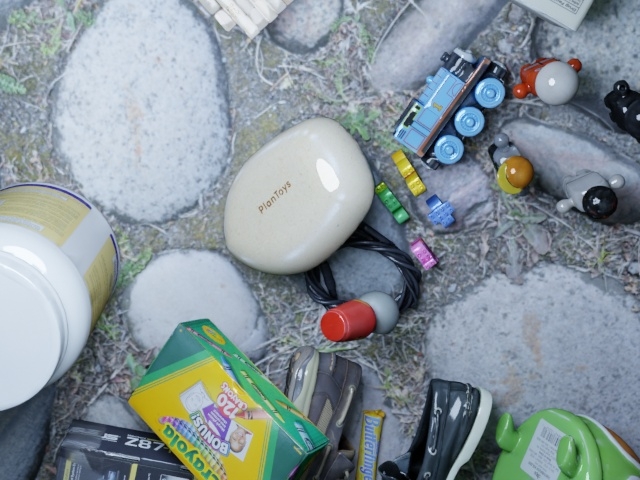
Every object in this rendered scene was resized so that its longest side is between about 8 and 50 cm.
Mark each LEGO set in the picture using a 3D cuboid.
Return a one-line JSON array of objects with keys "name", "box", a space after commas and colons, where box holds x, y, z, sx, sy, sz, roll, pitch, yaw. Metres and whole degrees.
[{"name": "LEGO set", "box": [0.132, -0.058, 1.393, 0.087, 0.093, 0.227, -37, 104, 9]}]

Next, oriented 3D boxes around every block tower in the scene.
[{"name": "block tower", "box": [-0.010, -0.411, 1.284, 0.335, 0.097, 0.091, -40, 104, 12]}]

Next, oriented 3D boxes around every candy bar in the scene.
[{"name": "candy bar", "box": [0.079, 0.347, 1.556, 0.040, 0.018, 0.162, 5, 108, -3]}]

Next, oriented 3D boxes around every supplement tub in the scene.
[{"name": "supplement tub", "box": [-0.418, 0.068, 1.294, 0.240, 0.331, 0.241, 0, 107, -1]}]

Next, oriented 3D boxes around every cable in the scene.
[{"name": "cable", "box": [0.066, 0.060, 1.453, 0.184, 0.047, 0.151, 36, 103, -12]}]

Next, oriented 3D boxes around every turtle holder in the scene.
[{"name": "turtle holder", "box": [0.386, 0.431, 1.460, 0.227, 0.243, 0.320, 19, 65, -24]}]

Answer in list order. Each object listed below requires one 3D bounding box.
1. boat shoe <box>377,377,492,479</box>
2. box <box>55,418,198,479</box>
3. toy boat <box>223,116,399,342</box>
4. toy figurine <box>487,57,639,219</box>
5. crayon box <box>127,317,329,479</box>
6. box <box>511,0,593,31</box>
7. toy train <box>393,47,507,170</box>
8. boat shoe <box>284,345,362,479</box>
[{"name": "boat shoe", "box": [0.151, 0.371, 1.510, 0.113, 0.127, 0.340, 24, 103, -7]}, {"name": "box", "box": [-0.290, 0.512, 1.558, 0.318, 0.097, 0.395, 11, 107, -6]}, {"name": "toy boat", "box": [0.000, 0.000, 1.356, 0.267, 0.148, 0.318, -34, 76, 32]}, {"name": "toy figurine", "box": [0.357, -0.143, 1.345, 0.213, 0.148, 0.210, 22, 105, -8]}, {"name": "crayon box", "box": [-0.142, 0.270, 1.423, 0.278, 0.081, 0.165, 42, 110, 19]}, {"name": "box", "box": [0.325, -0.420, 1.270, 0.148, 0.127, 0.232, 26, 105, -9]}, {"name": "toy train", "box": [0.187, -0.192, 1.364, 0.105, 0.080, 0.184, 34, 104, -5]}, {"name": "boat shoe", "box": [-0.007, 0.343, 1.495, 0.130, 0.132, 0.356, 9, 108, -4]}]
